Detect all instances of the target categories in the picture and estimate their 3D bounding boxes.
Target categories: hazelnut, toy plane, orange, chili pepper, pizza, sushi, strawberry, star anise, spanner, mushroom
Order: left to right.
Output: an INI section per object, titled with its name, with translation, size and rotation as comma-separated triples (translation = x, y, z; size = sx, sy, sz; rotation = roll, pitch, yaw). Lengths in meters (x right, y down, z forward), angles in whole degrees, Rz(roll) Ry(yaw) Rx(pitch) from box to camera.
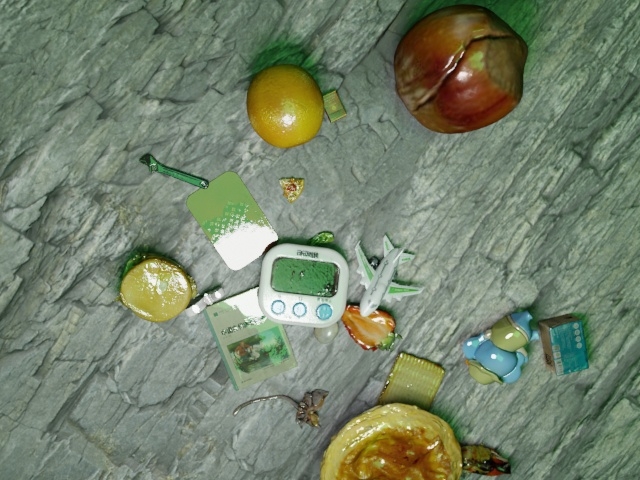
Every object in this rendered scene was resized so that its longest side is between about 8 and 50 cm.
[spanner]
translation = -0.424, -0.198, 1.736
size = 0.209, 0.012, 0.046
rotation = 20, 94, -8
[star anise]
translation = -0.117, 0.520, 1.861
size = 0.228, 0.218, 0.148
rotation = 19, 133, 30
[orange]
translation = -0.096, -0.369, 1.654
size = 0.237, 0.236, 0.236
rotation = -1, 97, -7
[pizza]
translation = -0.091, -0.156, 1.776
size = 0.078, 0.025, 0.083
rotation = 27, 94, -12
[chili pepper]
translation = -0.001, -0.001, 1.805
size = 0.091, 0.030, 0.034
rotation = -22, 124, -2
[mushroom]
translation = 0.024, 0.276, 1.828
size = 0.079, 0.085, 0.085
rotation = 29, 94, -52
[strawberry]
translation = 0.149, 0.270, 1.820
size = 0.193, 0.085, 0.140
rotation = 2, 69, -4
[toy plane]
translation = 0.181, 0.120, 1.792
size = 0.251, 0.101, 0.255
rotation = 34, 72, -10
[hazelnut]
translation = 0.386, -0.472, 1.664
size = 0.373, 0.315, 0.372
rotation = 7, 114, 16
[sushi]
translation = 0.496, 0.702, 1.915
size = 0.226, 0.097, 0.103
rotation = 15, 137, -13

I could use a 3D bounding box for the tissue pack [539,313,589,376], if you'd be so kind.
[tissue pack]
translation = 0.778, 0.333, 1.913
size = 0.120, 0.082, 0.169
rotation = -13, 98, -6

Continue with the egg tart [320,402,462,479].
[egg tart]
translation = 0.209, 0.672, 1.823
size = 0.444, 0.178, 0.442
rotation = -1, 106, -5

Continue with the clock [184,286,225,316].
[clock]
translation = -0.341, 0.176, 1.755
size = 0.129, 0.087, 0.041
rotation = -31, 103, -4

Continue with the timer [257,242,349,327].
[timer]
translation = -0.049, 0.133, 1.766
size = 0.262, 0.087, 0.236
rotation = 7, 84, -6

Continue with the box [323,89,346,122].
[box]
translation = 0.037, -0.395, 1.765
size = 0.052, 0.023, 0.082
rotation = -26, 99, -2

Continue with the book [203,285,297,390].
[book]
translation = -0.211, 0.295, 1.817
size = 0.215, 0.025, 0.282
rotation = -22, 100, -5

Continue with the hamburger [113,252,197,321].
[hamburger]
translation = -0.465, 0.135, 1.719
size = 0.215, 0.122, 0.189
rotation = 23, 97, -12

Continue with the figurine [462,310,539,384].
[figurine]
translation = 0.571, 0.341, 1.854
size = 0.262, 0.153, 0.180
rotation = -39, 125, 12

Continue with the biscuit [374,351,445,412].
[biscuit]
translation = 0.276, 0.488, 1.898
size = 0.172, 0.029, 0.254
rotation = 23, 95, -10

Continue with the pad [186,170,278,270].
[pad]
translation = -0.261, -0.057, 1.779
size = 0.181, 0.004, 0.267
rotation = -34, 99, -2
